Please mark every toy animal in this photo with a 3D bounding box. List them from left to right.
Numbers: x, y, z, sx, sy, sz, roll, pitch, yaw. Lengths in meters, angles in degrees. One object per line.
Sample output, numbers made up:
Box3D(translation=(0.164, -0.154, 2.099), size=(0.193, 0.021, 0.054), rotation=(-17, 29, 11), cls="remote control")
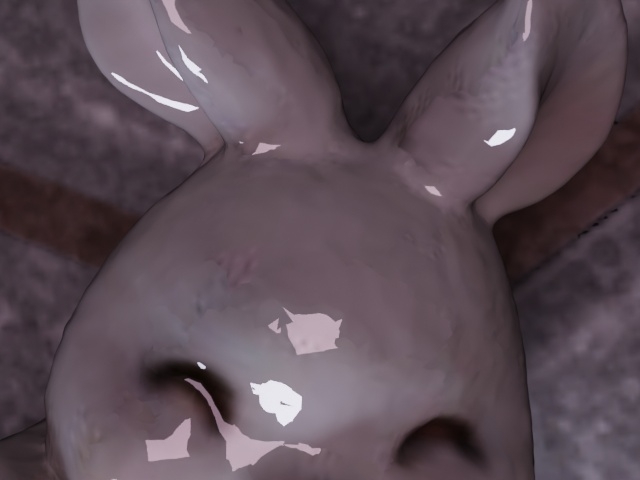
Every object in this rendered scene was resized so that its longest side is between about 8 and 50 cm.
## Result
Box3D(translation=(-0.031, 0.056, 0.521), size=(0.208, 0.154, 0.325), rotation=(13, 99, 5), cls="toy animal")
